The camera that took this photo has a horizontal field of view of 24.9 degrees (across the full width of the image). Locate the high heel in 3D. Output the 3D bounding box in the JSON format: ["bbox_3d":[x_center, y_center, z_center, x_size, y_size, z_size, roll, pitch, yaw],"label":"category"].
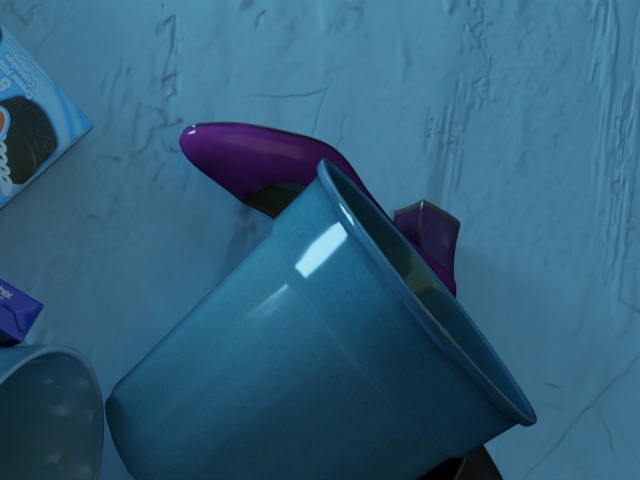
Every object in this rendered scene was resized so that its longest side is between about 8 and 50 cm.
[{"bbox_3d":[0.000,0.000,1.634,0.377,0.127,0.181,21,64,-21],"label":"high heel"}]

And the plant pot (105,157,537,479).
[{"bbox_3d":[-0.017,0.150,1.480,0.334,0.341,0.341,-39,97,7],"label":"plant pot"}]

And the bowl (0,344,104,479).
[{"bbox_3d":[-0.355,0.232,1.394,0.163,0.311,0.311,13,74,19],"label":"bowl"}]

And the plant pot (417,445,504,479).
[{"bbox_3d":[0.140,0.334,1.620,0.215,0.215,0.230,-50,116,-20],"label":"plant pot"}]

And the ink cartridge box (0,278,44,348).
[{"bbox_3d":[-0.346,0.067,1.452,0.097,0.207,0.046,34,72,-14],"label":"ink cartridge box"}]

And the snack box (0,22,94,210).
[{"bbox_3d":[-0.420,-0.178,1.540,0.322,0.060,0.187,48,69,-9],"label":"snack box"}]
